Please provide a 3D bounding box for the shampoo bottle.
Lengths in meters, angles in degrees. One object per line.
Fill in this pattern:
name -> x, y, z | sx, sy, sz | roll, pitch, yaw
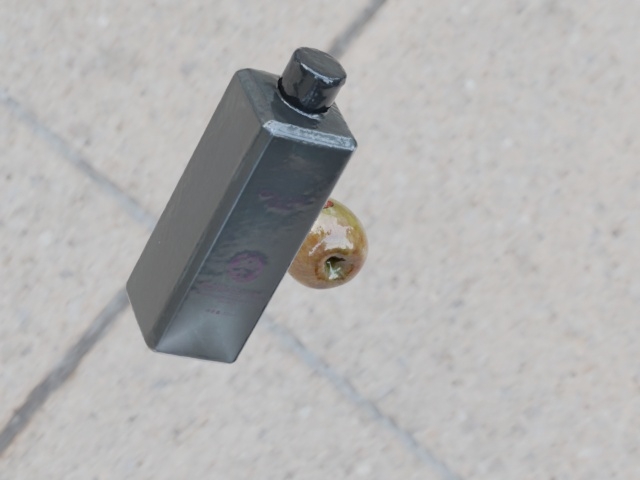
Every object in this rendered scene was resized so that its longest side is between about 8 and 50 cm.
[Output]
shampoo bottle -> -0.052, -0.027, 1.381 | 0.080, 0.246, 0.079 | 10, 34, -31

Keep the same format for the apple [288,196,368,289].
apple -> 0.000, 0.000, 1.704 | 0.084, 0.084, 0.071 | 4, 39, -25
